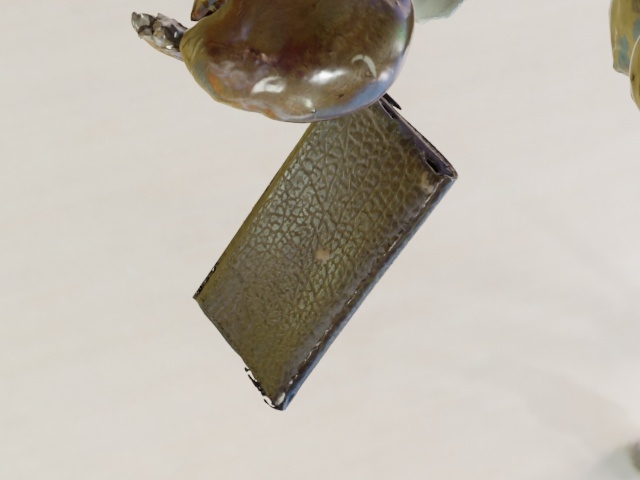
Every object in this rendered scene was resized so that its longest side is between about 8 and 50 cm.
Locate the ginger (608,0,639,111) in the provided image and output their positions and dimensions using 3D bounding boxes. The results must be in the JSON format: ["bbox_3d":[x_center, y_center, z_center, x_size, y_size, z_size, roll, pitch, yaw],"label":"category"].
[{"bbox_3d":[0.308,-0.178,1.259,0.244,0.304,0.155,-37,99,18],"label":"ginger"}]

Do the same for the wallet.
[{"bbox_3d":[0.000,0.000,1.357,0.039,0.133,0.243,1,131,-52],"label":"wallet"}]

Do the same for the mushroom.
[{"bbox_3d":[-0.031,-0.131,1.045,0.170,0.135,0.080,-3,140,17],"label":"mushroom"}]

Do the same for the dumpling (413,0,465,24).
[{"bbox_3d":[0.075,-0.248,1.403,0.150,0.176,0.092,-25,118,-12],"label":"dumpling"}]
